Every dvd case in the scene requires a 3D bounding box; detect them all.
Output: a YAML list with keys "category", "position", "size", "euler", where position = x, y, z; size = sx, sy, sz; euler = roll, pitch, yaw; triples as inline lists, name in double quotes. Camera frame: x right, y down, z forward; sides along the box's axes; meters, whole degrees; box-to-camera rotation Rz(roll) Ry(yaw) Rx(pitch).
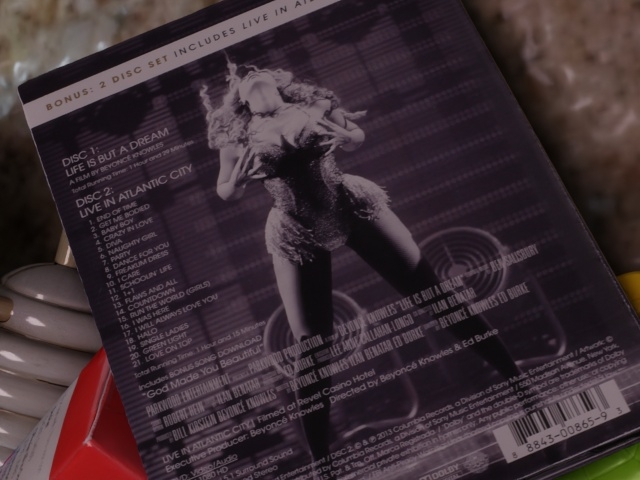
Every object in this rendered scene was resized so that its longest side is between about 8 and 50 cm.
- category: "dvd case"
  position: [0.000, 0.000, 0.542]
  size: [0.164, 0.018, 0.221]
  euler: [-23, 59, -2]

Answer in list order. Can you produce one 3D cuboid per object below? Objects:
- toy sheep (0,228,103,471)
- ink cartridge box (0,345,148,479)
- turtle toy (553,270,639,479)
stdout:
- category: "toy sheep"
  position: [-0.120, 0.054, 0.650]
  size: [0.091, 0.091, 0.132]
  euler: [21, 96, 27]
- category: "ink cartridge box"
  position: [-0.068, 0.134, 0.596]
  size: [0.134, 0.078, 0.231]
  euler: [36, 112, -14]
- category: "turtle toy"
  position: [0.089, 0.075, 0.544]
  size: [0.130, 0.066, 0.095]
  euler: [-24, 57, 23]
